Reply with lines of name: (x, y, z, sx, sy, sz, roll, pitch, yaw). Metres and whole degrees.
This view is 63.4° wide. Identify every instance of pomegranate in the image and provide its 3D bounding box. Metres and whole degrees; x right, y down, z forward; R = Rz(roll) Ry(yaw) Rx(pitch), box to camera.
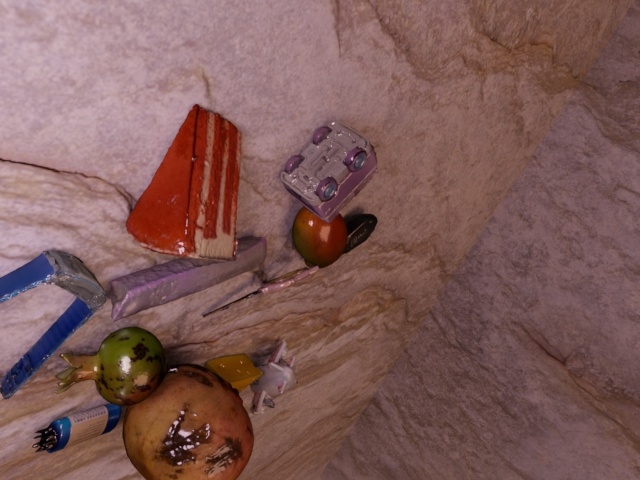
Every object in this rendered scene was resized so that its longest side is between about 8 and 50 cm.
pomegranate: (-0.408, 0.258, 1.030, 0.220, 0.156, 0.156, -7, 130, -49)
pomegranate: (-0.311, 0.453, 1.242, 0.322, 0.322, 0.322, -38, 151, -25)

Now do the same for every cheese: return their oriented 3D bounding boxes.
cheese: (-0.255, 0.393, 1.506, 0.171, 0.093, 0.126, -18, 138, -50)

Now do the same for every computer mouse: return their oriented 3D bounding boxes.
computer mouse: (0.091, -0.024, 1.555, 0.192, 0.062, 0.106, -35, 151, -18)

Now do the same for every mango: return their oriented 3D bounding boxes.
mango: (0.003, -0.005, 1.375, 0.146, 0.129, 0.289, -49, 162, -8)

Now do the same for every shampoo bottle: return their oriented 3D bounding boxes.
shampoo bottle: (-0.532, 0.412, 1.135, 0.183, 0.050, 0.087, 0, 128, -58)

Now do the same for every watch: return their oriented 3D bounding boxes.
watch: (-0.503, 0.121, 0.809, 0.274, 0.068, 0.276, -44, 154, -4)

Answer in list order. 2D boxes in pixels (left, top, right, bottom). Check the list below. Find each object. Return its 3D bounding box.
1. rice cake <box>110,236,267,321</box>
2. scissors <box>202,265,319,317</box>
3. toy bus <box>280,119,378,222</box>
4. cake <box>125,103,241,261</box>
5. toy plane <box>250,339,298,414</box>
rice cake: (-0.267, 0.066, 1.099, 0.399, 0.064, 0.070, -21, 131, -46)
scissors: (-0.155, 0.133, 1.341, 0.317, 0.024, 0.160, -23, -175, -22)
toy bus: (0.025, -0.159, 1.194, 0.202, 0.142, 0.142, -47, 148, -7)
cake: (-0.243, -0.095, 0.950, 0.158, 0.159, 0.262, 15, 77, -61)
toy plane: (-0.156, 0.434, 1.637, 0.252, 0.118, 0.252, -52, -163, 22)
